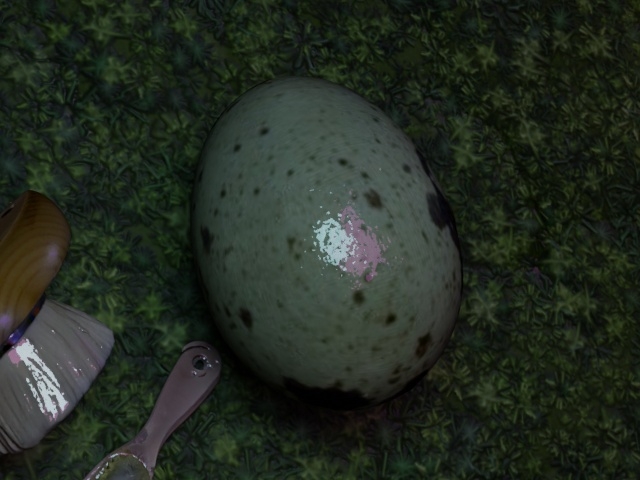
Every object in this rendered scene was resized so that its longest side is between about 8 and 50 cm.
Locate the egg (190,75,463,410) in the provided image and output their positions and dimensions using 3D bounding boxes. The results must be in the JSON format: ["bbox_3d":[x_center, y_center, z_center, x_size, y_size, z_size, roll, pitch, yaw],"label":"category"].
[{"bbox_3d":[0.000,0.000,1.423,0.288,0.287,0.379,-16,66,-28],"label":"egg"}]

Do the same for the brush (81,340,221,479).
[{"bbox_3d":[-0.189,0.228,1.386,0.072,0.067,0.313,39,59,-7],"label":"brush"}]

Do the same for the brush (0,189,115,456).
[{"bbox_3d":[-0.303,0.075,1.338,0.166,0.174,0.266,45,44,-19],"label":"brush"}]
